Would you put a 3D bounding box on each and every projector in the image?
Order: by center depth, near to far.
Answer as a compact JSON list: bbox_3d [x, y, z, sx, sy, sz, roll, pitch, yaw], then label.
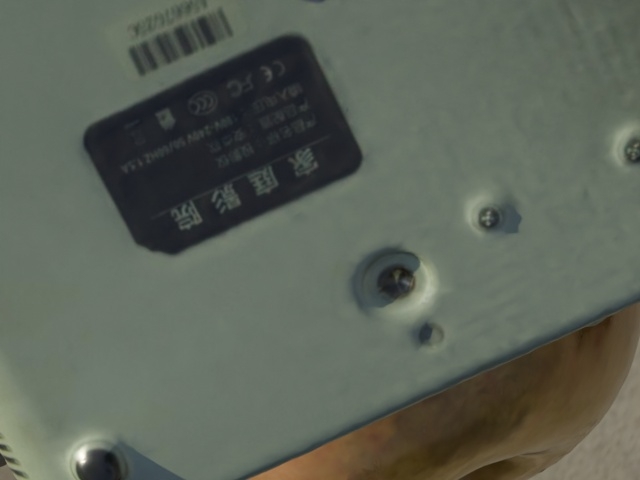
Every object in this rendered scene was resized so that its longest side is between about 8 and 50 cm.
[{"bbox_3d":[-0.014,-0.046,0.558,0.250,0.108,0.198,-25,111,5],"label":"projector"}]

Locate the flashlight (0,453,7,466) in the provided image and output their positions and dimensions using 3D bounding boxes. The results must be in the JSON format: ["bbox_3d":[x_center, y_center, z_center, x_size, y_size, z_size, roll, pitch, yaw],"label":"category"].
[{"bbox_3d":[-0.251,0.112,1.180,0.129,0.051,0.051,19,109,23],"label":"flashlight"}]

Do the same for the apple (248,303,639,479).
[{"bbox_3d":[0.000,0.000,0.976,0.364,0.364,0.364,5,105,19],"label":"apple"}]
